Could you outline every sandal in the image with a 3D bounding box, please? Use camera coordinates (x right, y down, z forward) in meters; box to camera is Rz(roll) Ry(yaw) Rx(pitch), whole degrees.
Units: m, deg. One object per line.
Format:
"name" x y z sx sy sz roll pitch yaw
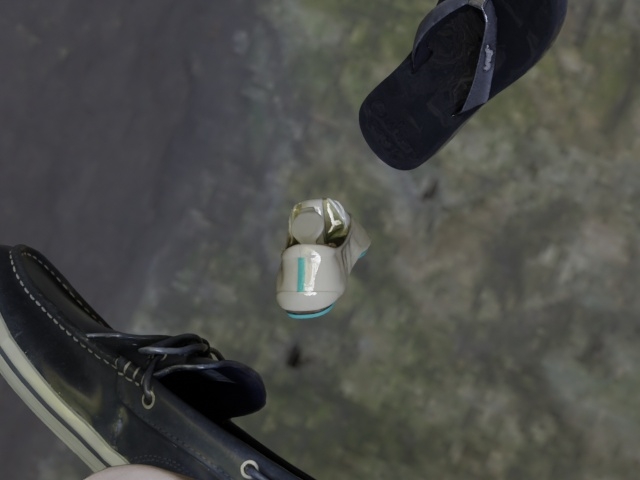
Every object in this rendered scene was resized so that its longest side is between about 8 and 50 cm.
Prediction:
"sandal" 0.105 -0.138 1.352 0.054 0.097 0.254 -33 163 -45

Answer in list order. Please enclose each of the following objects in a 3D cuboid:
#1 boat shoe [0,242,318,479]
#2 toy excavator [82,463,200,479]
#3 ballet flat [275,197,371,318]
"boat shoe" -0.129 0.151 1.548 0.156 0.500 0.187 -50 152 4
"toy excavator" -0.061 0.412 1.133 0.433 0.445 0.222 -64 154 -4
"ballet flat" 0.000 0.000 1.693 0.248 0.086 0.086 -75 -175 -74
